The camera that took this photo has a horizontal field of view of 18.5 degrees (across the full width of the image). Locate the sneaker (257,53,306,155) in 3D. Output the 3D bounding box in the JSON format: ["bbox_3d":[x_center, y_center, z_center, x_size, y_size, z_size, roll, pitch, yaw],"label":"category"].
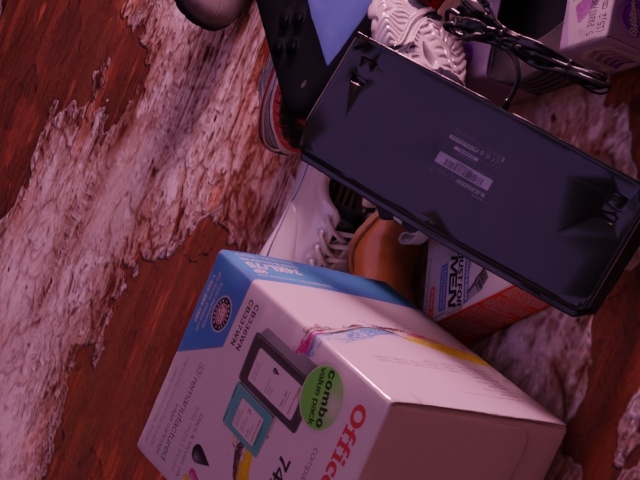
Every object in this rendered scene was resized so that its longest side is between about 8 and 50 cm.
[{"bbox_3d":[-0.029,-0.199,2.126,0.093,0.088,0.225,-16,58,59],"label":"sneaker"}]

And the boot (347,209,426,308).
[{"bbox_3d":[0.075,0.067,1.793,0.152,0.073,0.197,40,107,53],"label":"boot"}]

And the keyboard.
[{"bbox_3d":[0.143,-0.088,1.623,0.317,0.033,0.201,32,92,27],"label":"keyboard"}]

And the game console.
[{"bbox_3d":[0.049,-0.339,1.922,0.386,0.060,0.342,-51,42,34],"label":"game console"}]

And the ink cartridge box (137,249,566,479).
[{"bbox_3d":[0.021,0.163,1.612,0.270,0.197,0.198,38,110,48],"label":"ink cartridge box"}]

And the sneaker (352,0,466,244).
[{"bbox_3d":[0.071,-0.099,1.762,0.153,0.094,0.235,-48,56,37],"label":"sneaker"}]

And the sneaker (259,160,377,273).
[{"bbox_3d":[0.000,0.000,1.931,0.091,0.094,0.258,-15,59,63],"label":"sneaker"}]

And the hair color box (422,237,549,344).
[{"bbox_3d":[0.156,0.019,1.680,0.167,0.053,0.093,-29,46,50],"label":"hair color box"}]

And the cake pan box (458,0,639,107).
[{"bbox_3d":[0.221,-0.255,1.732,0.246,0.070,0.267,-12,62,61],"label":"cake pan box"}]

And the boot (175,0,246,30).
[{"bbox_3d":[-0.061,-0.414,2.309,0.223,0.118,0.338,9,84,57],"label":"boot"}]
